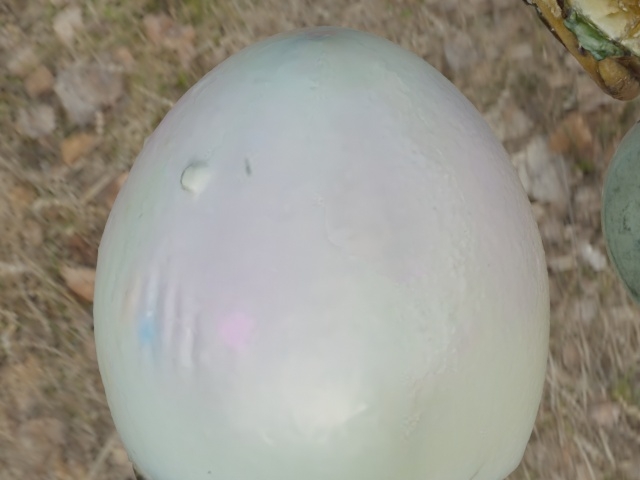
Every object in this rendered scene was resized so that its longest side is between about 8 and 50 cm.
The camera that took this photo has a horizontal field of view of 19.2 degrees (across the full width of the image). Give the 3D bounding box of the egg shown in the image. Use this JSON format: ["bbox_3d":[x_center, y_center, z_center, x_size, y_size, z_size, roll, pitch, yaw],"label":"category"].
[{"bbox_3d":[0.000,0.000,1.439,0.354,0.354,0.340,5,116,12],"label":"egg"}]

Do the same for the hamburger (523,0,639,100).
[{"bbox_3d":[0.234,-0.185,1.544,0.087,0.102,0.176,-39,101,5],"label":"hamburger"}]

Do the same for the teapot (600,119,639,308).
[{"bbox_3d":[0.306,-0.018,1.424,0.129,0.193,0.294,-19,101,-35],"label":"teapot"}]
